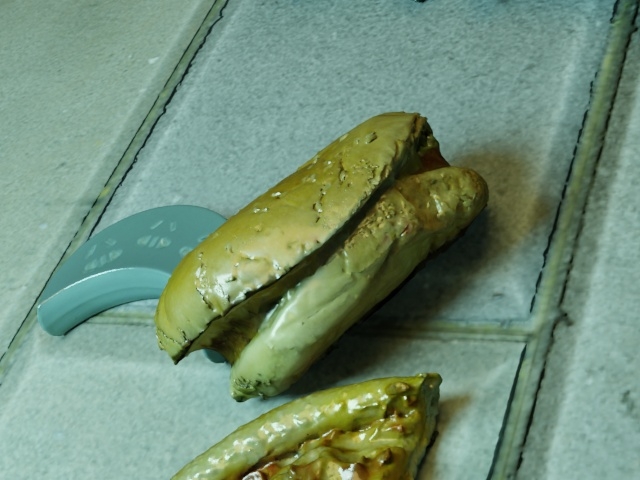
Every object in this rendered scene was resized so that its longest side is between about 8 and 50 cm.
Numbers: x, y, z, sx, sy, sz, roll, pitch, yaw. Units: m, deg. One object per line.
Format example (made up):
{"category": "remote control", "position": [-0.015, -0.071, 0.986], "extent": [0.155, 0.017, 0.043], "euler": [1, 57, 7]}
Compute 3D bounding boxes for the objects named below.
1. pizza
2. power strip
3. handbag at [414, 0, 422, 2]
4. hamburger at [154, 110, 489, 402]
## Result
{"category": "pizza", "position": [-0.034, 0.170, 0.738], "extent": [0.271, 0.056, 0.134], "euler": [-26, 33, 3]}
{"category": "power strip", "position": [-0.117, 0.032, 0.931], "extent": [0.216, 0.044, 0.137], "euler": [3, 49, 31]}
{"category": "handbag", "position": [0.142, -0.373, 1.053], "extent": [0.260, 0.247, 0.079], "euler": [-30, 47, -5]}
{"category": "hamburger", "position": [0.000, 0.000, 0.817], "extent": [0.262, 0.131, 0.124], "euler": [-41, 81, -14]}
